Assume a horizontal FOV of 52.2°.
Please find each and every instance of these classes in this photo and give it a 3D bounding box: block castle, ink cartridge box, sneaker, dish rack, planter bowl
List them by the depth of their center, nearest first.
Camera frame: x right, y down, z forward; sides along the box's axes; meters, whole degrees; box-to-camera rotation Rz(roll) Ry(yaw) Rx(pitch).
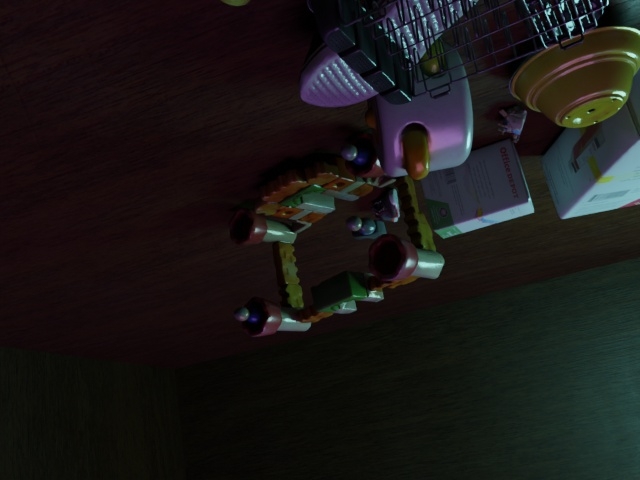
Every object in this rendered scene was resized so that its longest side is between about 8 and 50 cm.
[{"bbox_3d":[0.145,-0.236,0.673,0.271,0.074,0.208,-16,161,27],"label":"dish rack"},{"bbox_3d":[0.076,-0.286,0.811,0.126,0.127,0.321,5,159,-33],"label":"sneaker"},{"bbox_3d":[0.432,-0.246,1.069,0.217,0.090,0.217,-9,161,-3],"label":"planter bowl"},{"bbox_3d":[0.663,-0.204,1.332,0.279,0.160,0.385,-9,162,-5],"label":"ink cartridge box"},{"bbox_3d":[0.000,0.000,1.344,0.453,0.303,0.213,-27,155,38],"label":"block castle"},{"bbox_3d":[0.343,-0.111,1.438,0.212,0.154,0.093,-19,160,22],"label":"ink cartridge box"},{"bbox_3d":[0.157,-0.077,1.593,0.064,0.061,0.158,-5,161,3],"label":"sneaker"}]

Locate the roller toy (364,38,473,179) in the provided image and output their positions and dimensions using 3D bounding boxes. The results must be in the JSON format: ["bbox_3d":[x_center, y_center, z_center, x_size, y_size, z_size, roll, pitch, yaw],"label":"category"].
[{"bbox_3d":[0.141,-0.196,1.002,0.146,0.209,0.191,-10,-178,1],"label":"roller toy"}]

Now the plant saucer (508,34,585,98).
[{"bbox_3d":[0.409,-0.301,1.096,0.195,0.037,0.195,-9,162,-3],"label":"plant saucer"}]

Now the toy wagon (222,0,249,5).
[{"bbox_3d":[-0.138,-0.340,0.619,0.344,0.068,0.267,-1,159,-27],"label":"toy wagon"}]

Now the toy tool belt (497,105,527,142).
[{"bbox_3d":[0.372,-0.231,1.285,0.051,0.052,0.083,18,163,13],"label":"toy tool belt"}]
